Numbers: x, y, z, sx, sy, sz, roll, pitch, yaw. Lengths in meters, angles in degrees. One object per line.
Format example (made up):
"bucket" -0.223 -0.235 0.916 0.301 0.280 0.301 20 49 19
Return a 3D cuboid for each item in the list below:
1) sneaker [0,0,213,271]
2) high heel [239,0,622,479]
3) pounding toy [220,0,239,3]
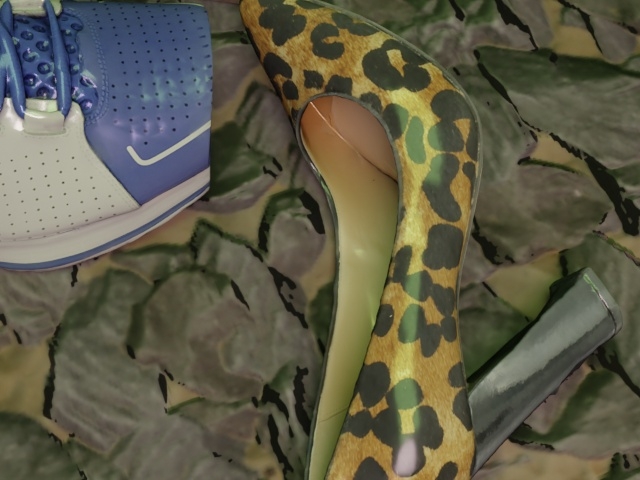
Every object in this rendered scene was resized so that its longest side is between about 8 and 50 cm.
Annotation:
"sneaker" -0.203 -0.069 0.502 0.315 0.182 0.127 -9 66 -7
"high heel" 0.000 0.000 0.524 0.186 0.093 0.261 -37 80 -26
"pounding toy" -0.073 -0.224 0.625 0.130 0.100 0.141 8 69 0
